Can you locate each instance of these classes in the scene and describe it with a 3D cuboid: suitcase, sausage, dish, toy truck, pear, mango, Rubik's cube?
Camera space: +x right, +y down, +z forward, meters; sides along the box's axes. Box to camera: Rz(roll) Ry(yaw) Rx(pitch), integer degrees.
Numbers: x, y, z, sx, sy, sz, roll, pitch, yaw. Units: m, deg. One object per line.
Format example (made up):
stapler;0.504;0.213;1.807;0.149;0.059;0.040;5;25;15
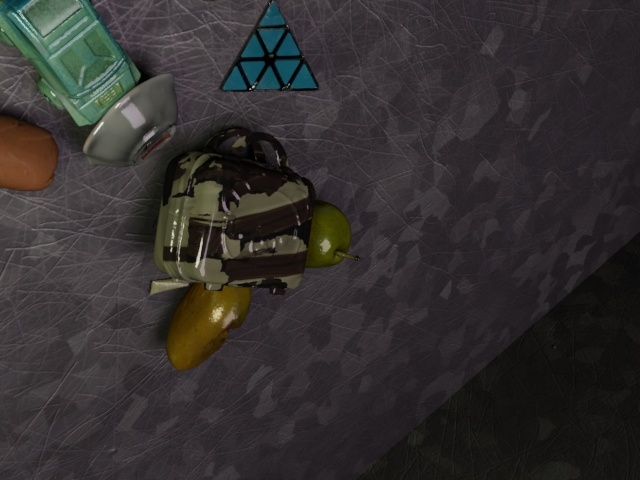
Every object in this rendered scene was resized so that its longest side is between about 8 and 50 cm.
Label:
suitcase;-0.174;-0.066;1.818;0.351;0.194;0.339;7;92;-50
sausage;-0.565;-0.157;1.389;0.304;0.121;0.121;15;108;-50
dish;-0.322;-0.196;1.559;0.229;0.081;0.229;-45;177;-3
toy truck;-0.411;-0.318;1.394;0.155;0.156;0.279;-43;141;-12
pear;0.000;0.000;2.037;0.180;0.216;0.166;2;122;-54
mango;-0.259;0.177;1.963;0.130;0.167;0.262;34;96;-39
Rubik's cube;-0.044;-0.339;1.751;0.190;0.178;0.211;14;110;-54

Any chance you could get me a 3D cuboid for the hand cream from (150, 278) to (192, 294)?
hand cream;-0.334;0.097;1.925;0.102;0.022;0.035;-10;126;-35
